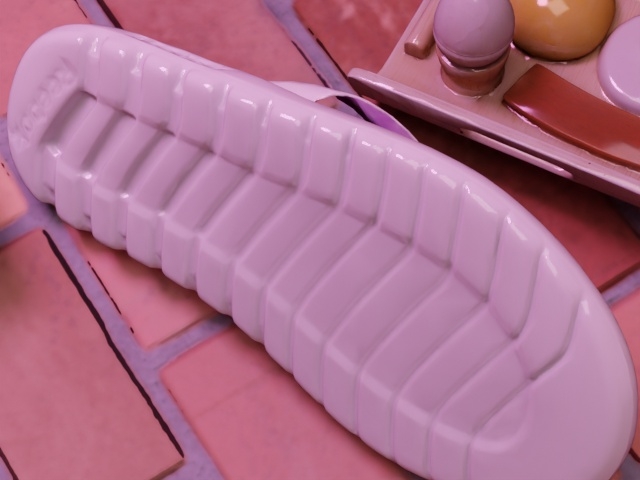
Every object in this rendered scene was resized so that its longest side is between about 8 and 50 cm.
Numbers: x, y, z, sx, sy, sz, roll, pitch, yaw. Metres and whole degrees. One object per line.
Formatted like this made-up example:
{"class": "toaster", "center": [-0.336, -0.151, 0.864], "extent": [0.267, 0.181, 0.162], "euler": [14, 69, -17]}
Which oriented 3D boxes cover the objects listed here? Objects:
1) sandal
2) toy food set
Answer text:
{"class": "sandal", "center": [0.006, -0.012, 0.821], "extent": [0.416, 0.169, 0.102], "euler": [34, 30, 15]}
{"class": "toy food set", "center": [0.182, -0.171, 0.891], "extent": [0.220, 0.092, 0.306], "euler": [24, 68, 17]}
